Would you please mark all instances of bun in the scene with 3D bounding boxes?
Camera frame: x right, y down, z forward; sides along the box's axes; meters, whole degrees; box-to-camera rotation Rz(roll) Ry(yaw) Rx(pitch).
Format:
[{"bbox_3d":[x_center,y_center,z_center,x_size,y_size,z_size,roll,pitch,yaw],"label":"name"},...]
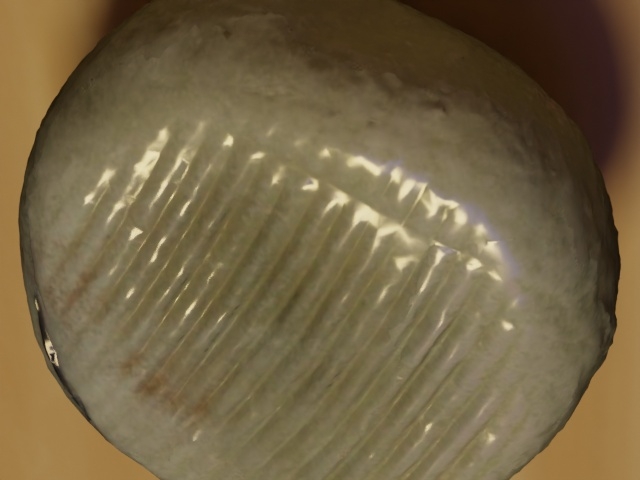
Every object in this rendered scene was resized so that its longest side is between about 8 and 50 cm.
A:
[{"bbox_3d":[0.000,0.000,0.406,0.141,0.083,0.140,8,128,10],"label":"bun"}]
